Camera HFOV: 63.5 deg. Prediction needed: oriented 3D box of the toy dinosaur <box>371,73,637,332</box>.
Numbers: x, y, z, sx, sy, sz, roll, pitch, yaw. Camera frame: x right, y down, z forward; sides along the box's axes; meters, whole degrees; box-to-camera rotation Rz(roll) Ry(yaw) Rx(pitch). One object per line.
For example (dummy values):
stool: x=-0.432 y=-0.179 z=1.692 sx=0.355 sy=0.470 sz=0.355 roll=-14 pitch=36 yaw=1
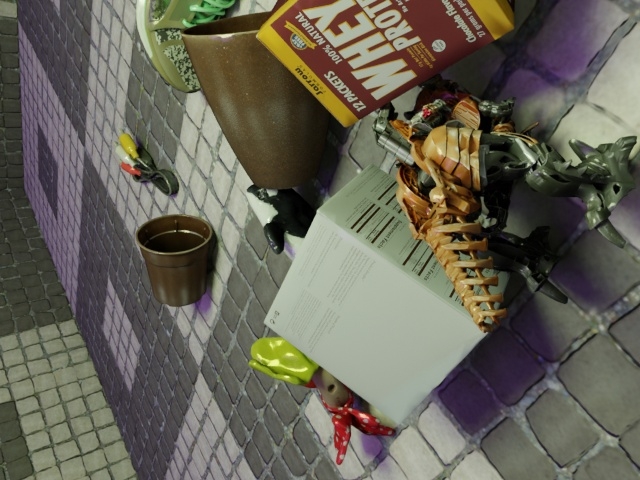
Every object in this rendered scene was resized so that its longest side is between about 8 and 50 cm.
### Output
toy dinosaur: x=0.142 y=-0.044 z=0.483 sx=0.164 sy=0.218 sz=0.322 roll=123 pitch=168 yaw=-61

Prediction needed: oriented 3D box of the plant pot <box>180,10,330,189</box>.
plant pot: x=-0.070 y=-0.201 z=0.759 sx=0.215 sy=0.215 sz=0.231 roll=27 pitch=134 yaw=45

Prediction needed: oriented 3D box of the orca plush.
orca plush: x=0.000 y=0.000 z=0.790 sx=0.102 sy=0.151 sz=0.287 roll=-41 pitch=60 yaw=15

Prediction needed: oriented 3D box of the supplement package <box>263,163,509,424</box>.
supplement package: x=0.077 y=0.060 z=0.609 sx=0.203 sy=0.149 sz=0.194 roll=35 pitch=130 yaw=9

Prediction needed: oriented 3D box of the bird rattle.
bird rattle: x=0.008 y=0.209 z=0.826 sx=0.254 sy=0.143 sz=0.207 roll=51 pitch=177 yaw=-21

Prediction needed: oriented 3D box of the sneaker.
sneaker: x=-0.211 y=-0.451 z=0.917 sx=0.182 sy=0.158 sz=0.411 roll=29 pitch=128 yaw=24

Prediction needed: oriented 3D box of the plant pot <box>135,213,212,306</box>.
plant pot: x=-0.328 y=0.052 z=1.188 sx=0.167 sy=0.166 sz=0.165 roll=36 pitch=134 yaw=41

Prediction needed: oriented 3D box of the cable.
cable: x=-0.467 y=-0.176 z=1.364 sx=0.287 sy=0.072 sz=0.140 roll=44 pitch=137 yaw=36

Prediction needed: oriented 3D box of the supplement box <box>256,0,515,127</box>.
supplement box: x=0.070 y=-0.251 z=0.499 sx=0.191 sy=0.129 sz=0.194 roll=-22 pitch=39 yaw=42
